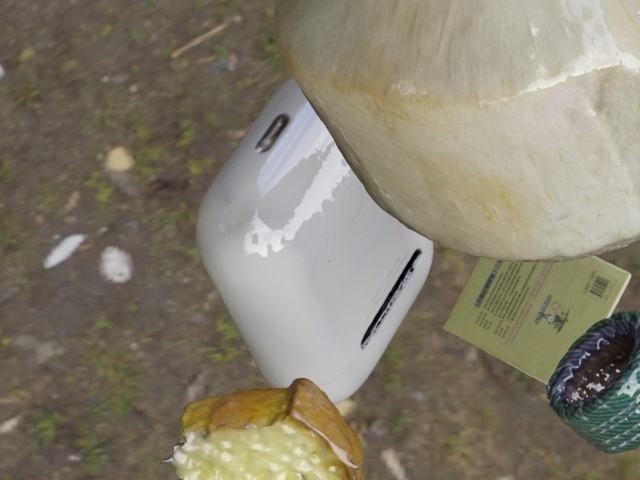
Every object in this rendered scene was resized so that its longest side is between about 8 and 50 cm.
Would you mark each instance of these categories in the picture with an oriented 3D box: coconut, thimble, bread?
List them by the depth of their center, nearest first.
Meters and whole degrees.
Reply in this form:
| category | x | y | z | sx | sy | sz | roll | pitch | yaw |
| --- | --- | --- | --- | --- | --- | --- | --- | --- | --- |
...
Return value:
| category | x | y | z | sx | sy | sz | roll | pitch | yaw |
| --- | --- | --- | --- | --- | --- | --- | --- | --- | --- |
| bread | -0.037 | 0.186 | 1.133 | 0.129 | 0.134 | 0.260 | 4 | 119 | 0 |
| coconut | 0.161 | -0.182 | 1.409 | 0.415 | 0.415 | 0.344 | 49 | 68 | -17 |
| thimble | 0.301 | 0.144 | 1.677 | 0.090 | 0.118 | 0.135 | 41 | 98 | -24 |

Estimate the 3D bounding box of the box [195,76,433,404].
| category | x | y | z | sx | sy | sz | roll | pitch | yaw |
| --- | --- | --- | --- | --- | --- | --- | --- | --- | --- |
| box | 0.001 | 0.000 | 1.861 | 0.289 | 0.141 | 0.349 | -58 | 145 | -29 |

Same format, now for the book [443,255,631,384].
| category | x | y | z | sx | sy | sz | roll | pitch | yaw |
| --- | --- | --- | --- | --- | --- | --- | --- | --- | --- |
| book | 0.266 | 0.076 | 2.075 | 0.013 | 0.192 | 0.168 | 24 | 94 | -60 |
